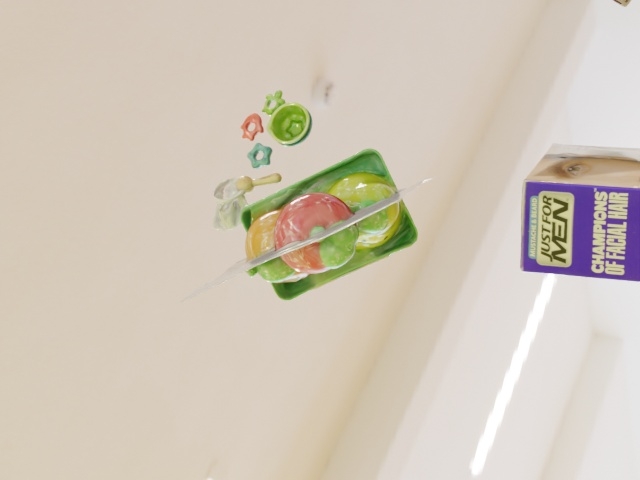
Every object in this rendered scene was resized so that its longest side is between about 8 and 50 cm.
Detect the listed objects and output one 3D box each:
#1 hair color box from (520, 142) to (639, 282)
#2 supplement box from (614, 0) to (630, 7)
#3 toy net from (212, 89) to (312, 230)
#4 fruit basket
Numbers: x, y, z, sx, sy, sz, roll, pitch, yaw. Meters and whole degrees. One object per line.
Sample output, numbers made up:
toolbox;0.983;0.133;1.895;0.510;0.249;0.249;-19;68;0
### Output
hair color box;0.391;-0.026;1.184;0.185;0.339;0.110;-39;-50;-63
supplement box;0.430;-0.480;1.799;0.239;0.130;0.073;21;-145;-29
toy net;-0.109;-0.124;1.767;0.232;0.122;0.045;-52;-26;3
fruit basket;0.000;0.000;1.607;0.165;0.327;0.353;63;-166;-8
